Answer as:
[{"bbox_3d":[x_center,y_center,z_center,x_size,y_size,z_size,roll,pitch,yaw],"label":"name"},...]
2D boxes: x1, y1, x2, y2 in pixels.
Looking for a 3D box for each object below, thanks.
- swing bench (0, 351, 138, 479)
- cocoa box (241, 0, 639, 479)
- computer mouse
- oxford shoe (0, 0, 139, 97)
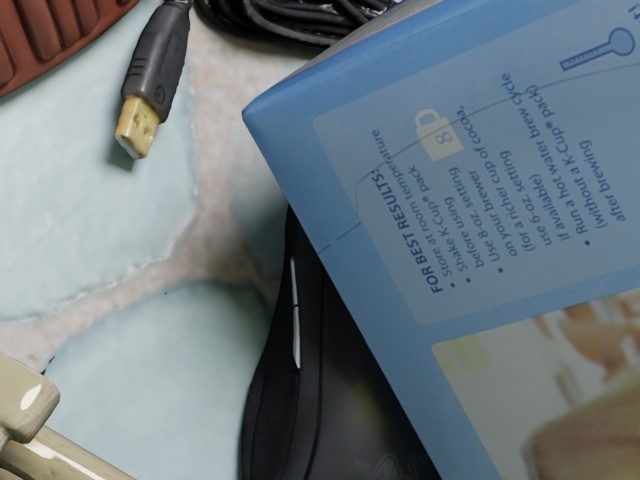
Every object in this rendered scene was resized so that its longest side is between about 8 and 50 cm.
[{"bbox_3d":[-0.132,0.181,0.554,0.254,0.165,0.253,37,66,-15],"label":"swing bench"},{"bbox_3d":[0.183,0.025,0.669,0.228,0.231,0.347,-37,102,-44],"label":"cocoa box"},{"bbox_3d":[0.000,0.000,0.718,0.184,0.060,0.262,22,70,-22],"label":"computer mouse"},{"bbox_3d":[-0.104,-0.189,0.692,0.146,0.140,0.397,35,67,18],"label":"oxford shoe"}]
